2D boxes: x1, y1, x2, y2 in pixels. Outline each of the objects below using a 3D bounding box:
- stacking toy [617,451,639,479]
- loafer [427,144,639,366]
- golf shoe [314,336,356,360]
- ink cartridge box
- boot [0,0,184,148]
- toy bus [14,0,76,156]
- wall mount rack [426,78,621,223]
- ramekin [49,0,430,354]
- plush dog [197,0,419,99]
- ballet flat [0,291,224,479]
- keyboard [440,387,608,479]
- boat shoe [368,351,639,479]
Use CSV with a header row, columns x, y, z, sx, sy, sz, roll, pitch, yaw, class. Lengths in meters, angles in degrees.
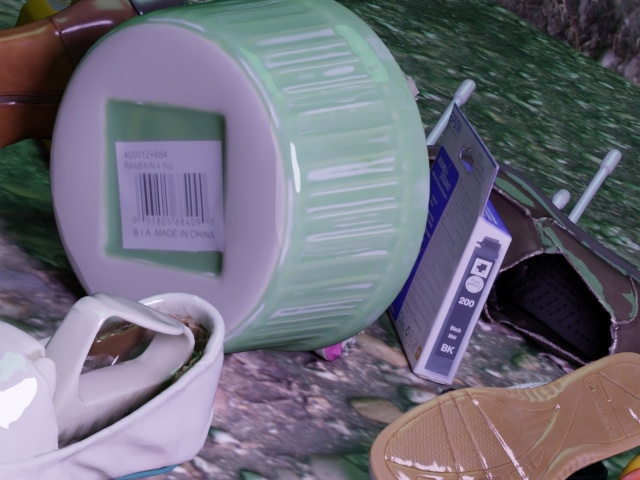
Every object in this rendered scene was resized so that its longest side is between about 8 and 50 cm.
x,y,z,sx,sy,sz,roll,pitch,yaw,class
0.289,0.209,1.560,0.141,0.141,0.330,31,25,23,stacking toy
0.193,0.014,1.978,0.366,0.134,0.130,30,18,23,loafer
0.000,0.000,1.785,0.140,0.115,0.306,16,22,8,golf shoe
0.123,-0.002,1.807,0.045,0.208,0.206,16,18,-13,ink cartridge box
-0.251,-0.085,1.682,0.280,0.264,0.096,-21,54,-29,boot
-0.237,-0.160,1.998,0.130,0.108,0.332,13,20,-27,toy bus
0.204,-0.075,2.277,0.350,0.130,0.304,28,17,12,wall mount rack
-0.076,-0.050,1.557,0.303,0.303,0.148,34,27,31,ramekin
-0.044,-0.094,1.984,0.262,0.210,0.225,21,36,-21,plush dog
-0.177,0.096,1.156,0.139,0.139,0.400,30,18,20,ballet flat
0.158,0.174,1.646,0.192,0.038,0.100,6,47,-47,keyboard
0.147,0.163,1.525,0.277,0.096,0.098,-11,74,-30,boat shoe
